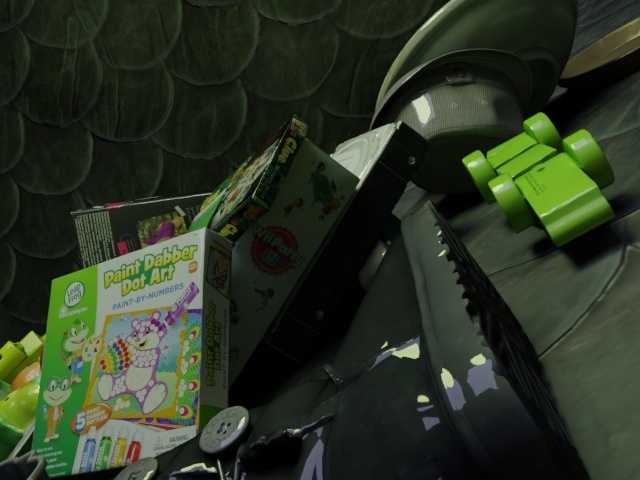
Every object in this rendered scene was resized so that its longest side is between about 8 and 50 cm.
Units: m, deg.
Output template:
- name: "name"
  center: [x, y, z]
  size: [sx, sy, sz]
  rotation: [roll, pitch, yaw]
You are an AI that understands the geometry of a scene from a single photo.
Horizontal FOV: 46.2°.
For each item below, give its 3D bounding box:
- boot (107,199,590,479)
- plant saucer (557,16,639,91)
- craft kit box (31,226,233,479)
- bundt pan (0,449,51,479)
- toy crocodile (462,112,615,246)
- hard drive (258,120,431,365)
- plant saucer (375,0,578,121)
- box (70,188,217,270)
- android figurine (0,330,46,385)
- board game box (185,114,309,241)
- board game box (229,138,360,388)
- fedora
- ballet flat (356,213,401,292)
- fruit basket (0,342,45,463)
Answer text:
- name: "boot"
  center: [-0.052, 0.168, 0.594]
  size: [0.445, 0.146, 0.367]
  rotation: [-36, 9, 14]
- name: "plant saucer"
  center: [0.548, -0.344, 1.335]
  size: [0.278, 0.041, 0.278]
  rotation: [-32, 10, 6]
- name: "craft kit box"
  center: [-0.210, 0.134, 0.836]
  size: [0.250, 0.061, 0.247]
  rotation: [-18, 58, 27]
- name: "bundt pan"
  center: [-0.363, 0.355, 0.693]
  size: [0.331, 0.124, 0.331]
  rotation: [-32, 10, 6]
- name: "toy crocodile"
  center: [0.248, -0.063, 0.846]
  size: [0.115, 0.105, 0.340]
  rotation: [-32, 15, 8]
- name: "hard drive"
  center: [0.000, 0.000, 1.043]
  size: [0.339, 0.064, 0.237]
  rotation: [-59, 16, -11]
- name: "plant saucer"
  center: [0.284, -0.255, 1.256]
  size: [0.400, 0.100, 0.400]
  rotation: [-25, -29, -15]
- name: "box"
  center: [-0.298, -0.010, 1.401]
  size: [0.270, 0.143, 0.165]
  rotation: [-7, 7, 2]
- name: "android figurine"
  center: [-0.540, 0.274, 1.386]
  size: [0.273, 0.056, 0.248]
  rotation: [-46, -31, -15]
- name: "board game box"
  center: [-0.110, -0.045, 0.938]
  size: [0.259, 0.030, 0.136]
  rotation: [-33, 30, 52]
- name: "board game box"
  center: [-0.096, 0.024, 0.986]
  size: [0.303, 0.097, 0.224]
  rotation: [-58, 17, -9]
- name: "fedora"
  center: [0.216, -0.156, 1.125]
  size: [0.275, 0.124, 0.244]
  rotation: [-2, -44, -19]
- name: "ballet flat"
  center: [0.079, 0.016, 1.038]
  size: [0.086, 0.086, 0.248]
  rotation: [-32, 11, 10]
- name: "fruit basket"
  center: [-0.436, 0.220, 1.203]
  size: [0.353, 0.165, 0.327]
  rotation: [-62, 15, -6]
